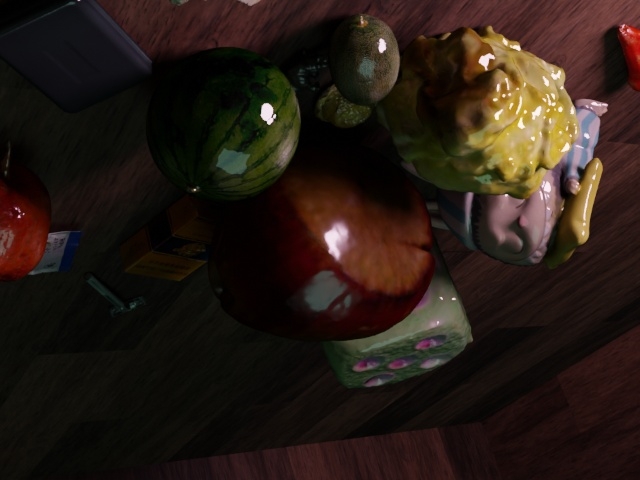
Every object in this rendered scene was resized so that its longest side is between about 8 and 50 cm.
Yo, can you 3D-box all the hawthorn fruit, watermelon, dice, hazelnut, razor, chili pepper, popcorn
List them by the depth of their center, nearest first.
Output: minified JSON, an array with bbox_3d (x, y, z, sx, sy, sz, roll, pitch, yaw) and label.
[{"bbox_3d":[-0.148,-0.175,1.551,0.242,0.242,0.242,-15,155,-7],"label":"watermelon"},{"bbox_3d":[-0.523,-0.061,1.621,0.207,0.207,0.243,4,129,-39],"label":"hawthorn fruit"},{"bbox_3d":[0.271,-0.215,1.701,0.312,0.312,0.312,-15,155,-7],"label":"popcorn"},{"bbox_3d":[0.000,0.000,1.883,0.429,0.402,0.402,-13,157,-38],"label":"hazelnut"},{"bbox_3d":[0.613,-0.340,1.931,0.071,0.063,0.272,-36,149,9],"label":"chili pepper"},{"bbox_3d":[-0.458,0.119,2.197,0.084,0.036,0.211,-23,156,6],"label":"razor"},{"bbox_3d":[0.143,0.130,2.278,0.330,0.322,0.318,-21,155,2],"label":"dice"}]

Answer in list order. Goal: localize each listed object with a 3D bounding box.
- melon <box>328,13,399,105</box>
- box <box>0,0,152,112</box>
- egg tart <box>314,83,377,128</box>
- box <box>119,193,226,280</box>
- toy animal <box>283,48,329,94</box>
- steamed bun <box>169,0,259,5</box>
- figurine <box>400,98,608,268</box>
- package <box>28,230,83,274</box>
[{"bbox_3d":[0.067,-0.288,1.601,0.114,0.114,0.167,-15,143,-6],"label":"melon"},{"bbox_3d":[-0.355,-0.272,1.438,0.160,0.050,0.230,-22,155,11],"label":"box"},{"bbox_3d":[0.051,-0.238,1.780,0.129,0.049,0.129,-15,154,-8],"label":"egg tart"},{"bbox_3d":[-0.269,-0.005,2.027,0.237,0.070,0.152,-36,149,31],"label":"box"},{"bbox_3d":[-0.030,-0.270,1.663,0.065,0.047,0.136,15,146,-37],"label":"toy animal"},{"bbox_3d":[-0.134,-0.384,1.214,0.200,0.170,0.225,-14,154,3],"label":"steamed bun"},{"bbox_3d":[0.354,-0.146,2.015,0.378,0.361,0.266,17,149,2],"label":"figurine"},{"bbox_3d":[-0.555,0.024,1.945,0.173,0.027,0.171,-2,151,-24],"label":"package"}]
